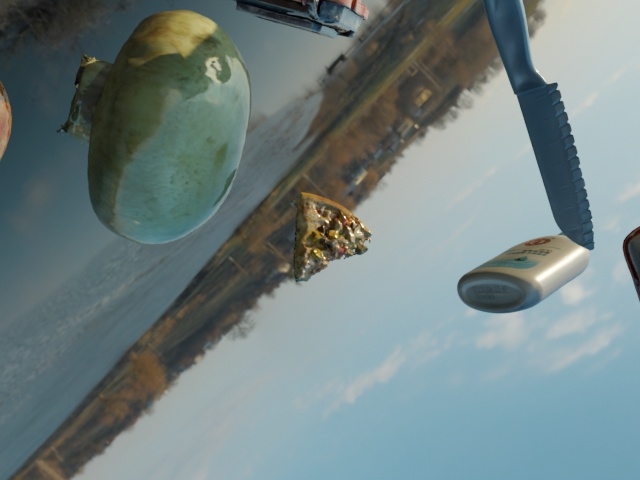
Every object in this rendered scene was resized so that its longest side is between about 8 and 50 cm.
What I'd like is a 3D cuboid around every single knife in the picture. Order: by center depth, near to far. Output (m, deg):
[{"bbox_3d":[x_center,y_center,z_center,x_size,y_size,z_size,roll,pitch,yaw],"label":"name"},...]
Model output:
[{"bbox_3d":[0.199,-0.131,0.581,0.044,0.313,0.019,-10,-161,41],"label":"knife"}]

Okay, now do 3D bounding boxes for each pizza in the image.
[{"bbox_3d":[0.000,0.000,1.248,0.195,0.185,0.052,-60,177,-30],"label":"pizza"}]

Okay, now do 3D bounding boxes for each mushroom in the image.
[{"bbox_3d":[-0.239,-0.171,0.930,0.352,0.260,0.352,-163,-90,-72],"label":"mushroom"}]

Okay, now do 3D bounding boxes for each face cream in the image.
[{"bbox_3d":[0.402,0.043,1.161,0.336,0.080,0.163,-22,-169,-40],"label":"face cream"}]

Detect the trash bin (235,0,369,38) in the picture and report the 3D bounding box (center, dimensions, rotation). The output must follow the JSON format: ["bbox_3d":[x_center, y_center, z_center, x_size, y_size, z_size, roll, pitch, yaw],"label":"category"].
[{"bbox_3d":[-0.011,-0.355,0.686,0.184,0.161,0.239,-44,151,-70],"label":"trash bin"}]

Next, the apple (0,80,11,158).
[{"bbox_3d":[-0.735,-0.220,1.167,0.249,0.278,0.309,0,-138,33],"label":"apple"}]

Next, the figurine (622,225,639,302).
[{"bbox_3d":[0.576,0.036,0.852,0.183,0.160,0.226,-27,-168,-13],"label":"figurine"}]
